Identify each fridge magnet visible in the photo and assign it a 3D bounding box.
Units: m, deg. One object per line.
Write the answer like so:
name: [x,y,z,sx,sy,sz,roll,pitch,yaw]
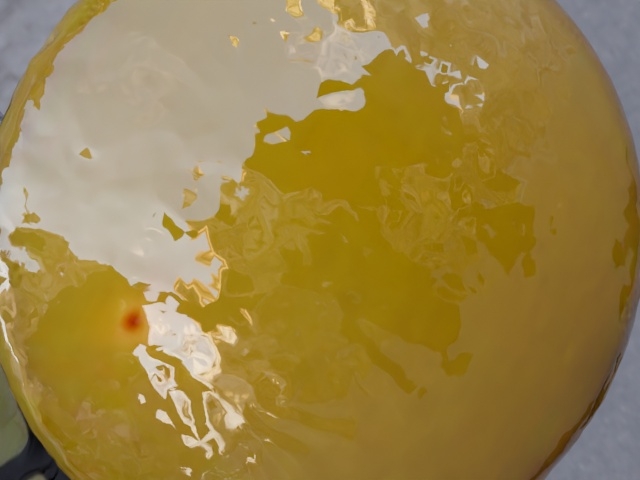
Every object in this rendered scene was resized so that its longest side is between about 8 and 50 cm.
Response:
fridge magnet: [0.000,0.000,0.378,0.143,0.143,0.063,-46,15,-7]

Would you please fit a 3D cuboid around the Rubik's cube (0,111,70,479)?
Rubik's cube: [-0.201,0.075,0.578,0.319,0.319,0.264,-16,66,24]
